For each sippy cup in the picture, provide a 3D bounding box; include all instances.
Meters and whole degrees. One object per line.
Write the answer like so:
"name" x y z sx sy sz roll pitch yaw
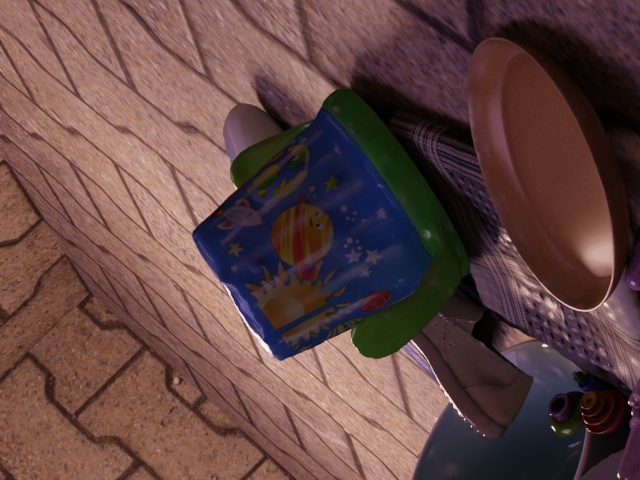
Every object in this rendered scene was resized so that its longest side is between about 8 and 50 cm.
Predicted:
"sippy cup" 0.000 0.000 1.528 0.240 0.224 0.305 56 176 -5

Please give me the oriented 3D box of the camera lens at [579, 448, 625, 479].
"camera lens" 0.378 0.347 1.438 0.274 0.219 0.219 37 171 -26

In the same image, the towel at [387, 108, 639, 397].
"towel" 0.216 0.031 1.448 0.312 0.056 0.324 29 159 48

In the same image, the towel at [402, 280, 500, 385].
"towel" 0.122 0.072 1.876 0.243 0.040 0.336 44 163 15

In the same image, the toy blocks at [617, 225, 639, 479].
"toy blocks" 0.307 0.161 1.141 0.309 0.260 0.288 32 161 42

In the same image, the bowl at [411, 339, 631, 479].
"bowl" 0.251 0.282 1.647 0.163 0.311 0.311 29 172 -22

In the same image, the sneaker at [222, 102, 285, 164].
"sneaker" -0.029 -0.072 1.800 0.235 0.090 0.095 56 146 -4

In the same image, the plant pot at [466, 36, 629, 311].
"plant pot" 0.187 -0.057 1.202 0.236 0.032 0.236 159 90 -78

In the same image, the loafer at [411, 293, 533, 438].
"loafer" 0.148 0.097 1.660 0.268 0.092 0.102 55 -170 24

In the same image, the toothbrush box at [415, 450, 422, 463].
"toothbrush box" 0.284 0.392 2.106 0.283 0.122 0.206 40 164 26

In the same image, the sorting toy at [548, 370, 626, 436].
"sorting toy" 0.263 0.164 1.500 0.042 0.061 0.102 36 154 -29
